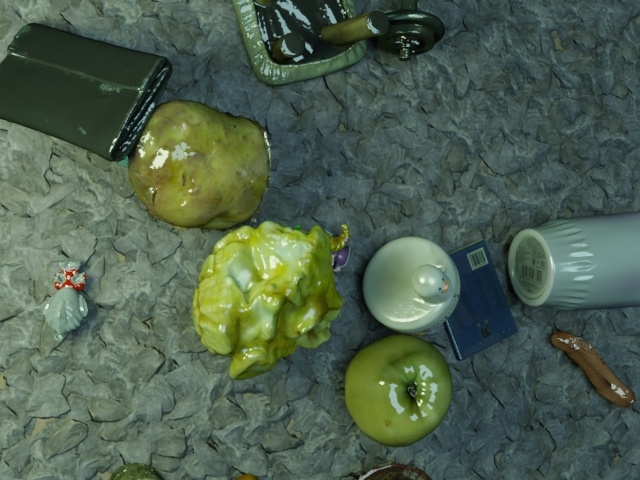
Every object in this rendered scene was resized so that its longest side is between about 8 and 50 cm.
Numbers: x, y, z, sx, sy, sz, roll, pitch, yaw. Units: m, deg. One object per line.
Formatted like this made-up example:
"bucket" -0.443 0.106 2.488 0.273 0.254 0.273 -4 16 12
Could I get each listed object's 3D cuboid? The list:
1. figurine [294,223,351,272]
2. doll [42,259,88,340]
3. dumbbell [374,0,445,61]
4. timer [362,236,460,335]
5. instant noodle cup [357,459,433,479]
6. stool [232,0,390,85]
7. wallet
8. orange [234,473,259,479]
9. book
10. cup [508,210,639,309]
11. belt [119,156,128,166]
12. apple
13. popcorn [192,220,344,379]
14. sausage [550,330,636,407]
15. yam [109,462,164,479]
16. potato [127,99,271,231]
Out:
"figurine" 0.000 0.000 1.695 0.156 0.095 0.115 21 91 -21
"doll" -0.538 0.126 1.515 0.094 0.079 0.180 3 72 -4
"dumbbell" 0.217 -0.586 1.761 0.192 0.192 0.290 7 85 -19
"timer" 0.210 0.101 1.681 0.240 0.233 0.233 37 70 -59
"instant noodle cup" 0.155 0.659 1.707 0.274 0.091 0.274 2 85 -19
"stool" -0.025 -0.550 1.658 0.310 0.226 0.310 -21 95 -19
"wallet" -0.499 -0.308 1.430 0.406 0.062 0.228 21 79 27
"orange" -0.164 0.569 1.613 0.085 0.085 0.085 1 86 -19
"book" 0.391 0.153 1.860 0.191 0.025 0.269 -22 94 -18
"cup" 0.701 0.057 1.853 0.371 0.253 0.253 -3 87 -18
"belt" -0.369 -0.219 1.601 0.100 0.065 0.179 44 74 -1
"apple" 0.180 0.344 1.667 0.262 0.262 0.262 1 86 -19
"popcorn" -0.118 0.129 1.576 0.334 0.292 0.293 -16 66 -13
"sausage" 0.742 0.346 1.943 0.304 0.078 0.078 45 74 -9
"yam" -0.356 0.570 1.465 0.154 0.254 0.154 -4 99 -25
"potato" -0.282 -0.139 1.467 0.237 0.301 0.289 -20 100 -50
